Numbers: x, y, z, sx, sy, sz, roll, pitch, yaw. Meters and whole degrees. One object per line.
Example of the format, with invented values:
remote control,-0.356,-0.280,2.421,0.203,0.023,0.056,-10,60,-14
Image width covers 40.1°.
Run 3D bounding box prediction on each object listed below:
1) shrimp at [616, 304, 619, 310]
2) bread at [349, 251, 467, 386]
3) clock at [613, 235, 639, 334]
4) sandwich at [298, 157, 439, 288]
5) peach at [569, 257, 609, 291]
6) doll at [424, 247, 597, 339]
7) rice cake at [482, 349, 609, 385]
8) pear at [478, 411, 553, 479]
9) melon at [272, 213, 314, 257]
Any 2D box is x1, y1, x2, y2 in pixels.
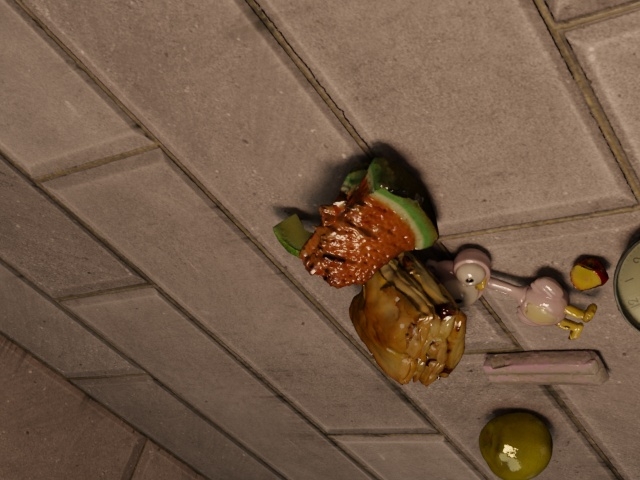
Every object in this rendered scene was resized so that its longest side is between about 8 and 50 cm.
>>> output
shrimp,0.665,0.129,1.837,0.091,0.025,0.127,0,145,28
bread,0.179,0.176,1.930,0.277,0.167,0.325,48,161,27
clock,0.657,0.084,1.622,0.226,0.226,0.049,0,-177,26
sandwich,0.079,-0.034,1.772,0.301,0.162,0.250,-37,137,18
peach,0.551,0.071,1.786,0.077,0.050,0.083,27,144,33
doll,0.397,0.108,1.879,0.365,0.094,0.160,17,144,2
rice cake,0.542,0.314,2.141,0.297,0.050,0.106,-6,139,34
pear,0.534,0.560,2.379,0.198,0.198,0.198,13,146,9
melon,0.000,0.000,1.909,0.209,0.118,0.064,20,152,7
